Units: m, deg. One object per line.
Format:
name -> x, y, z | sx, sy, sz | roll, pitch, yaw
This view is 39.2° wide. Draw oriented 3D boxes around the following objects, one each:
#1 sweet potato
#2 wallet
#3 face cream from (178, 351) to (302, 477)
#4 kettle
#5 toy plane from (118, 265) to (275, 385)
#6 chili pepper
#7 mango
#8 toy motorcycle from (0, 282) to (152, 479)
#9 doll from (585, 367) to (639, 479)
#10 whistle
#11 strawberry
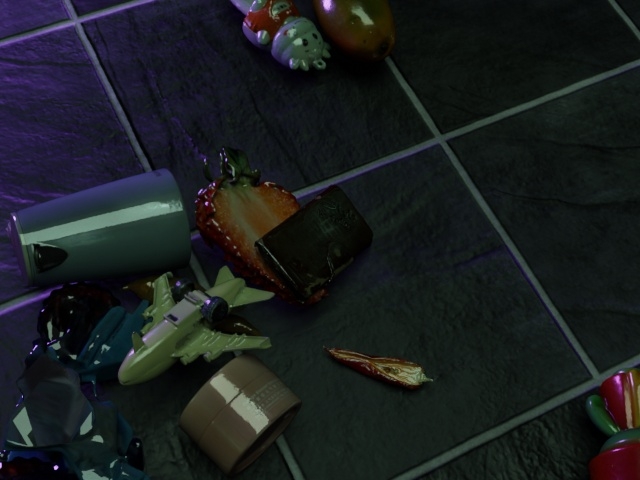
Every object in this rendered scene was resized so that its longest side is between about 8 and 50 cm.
sweet potato -> -0.194, 0.097, 1.388 | 0.226, 0.068, 0.068 | 20, 62, 1
wallet -> 0.000, 0.000, 1.407 | 0.122, 0.031, 0.232 | 51, 40, -1
face cream -> -0.112, 0.245, 1.268 | 0.104, 0.149, 0.149 | 42, 66, 14
kettle -> -0.346, -0.021, 1.373 | 0.243, 0.160, 0.210 | -12, 26, -23
toy plane -> -0.187, 0.118, 1.265 | 0.229, 0.092, 0.244 | 27, 45, 35
chili pepper -> 0.087, 0.196, 1.386 | 0.178, 0.027, 0.045 | 15, 57, 1
mango -> 0.055, -0.443, 1.659 | 0.146, 0.129, 0.289 | 21, 44, -38
toy motorcycle -> -0.320, 0.247, 1.253 | 0.232, 0.172, 0.416 | 14, 48, -9
doll -> 0.475, 0.353, 1.271 | 0.182, 0.160, 0.363 | 10, 62, -3
whistle -> -0.079, -0.394, 1.643 | 0.253, 0.106, 0.101 | 44, 25, 17
strawberry -> -0.107, -0.006, 1.415 | 0.188, 0.106, 0.286 | -25, 81, -47
